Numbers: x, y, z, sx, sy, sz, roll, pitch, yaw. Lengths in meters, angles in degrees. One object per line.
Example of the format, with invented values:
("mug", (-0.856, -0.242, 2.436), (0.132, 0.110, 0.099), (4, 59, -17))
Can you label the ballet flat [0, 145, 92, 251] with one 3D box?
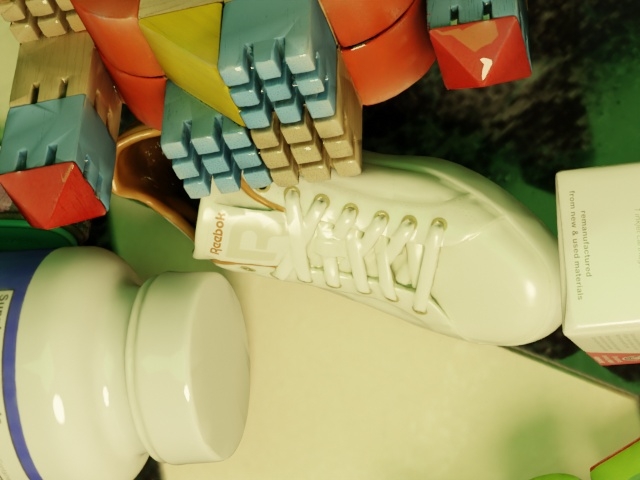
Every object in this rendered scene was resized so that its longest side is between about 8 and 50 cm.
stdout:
("ballet flat", (-0.254, -0.025, 1.082), (0.222, 0.077, 0.079), (-5, 61, 11))

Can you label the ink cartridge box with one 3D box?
("ink cartridge box", (0.244, 0.008, 0.877), (0.218, 0.158, 0.092), (-5, 79, 15))

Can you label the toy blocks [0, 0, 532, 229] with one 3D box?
("toy blocks", (-0.034, -0.142, 0.916), (0.381, 0.190, 0.261), (-9, 52, 13))

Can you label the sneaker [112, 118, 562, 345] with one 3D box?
("sneaker", (0.000, 0.000, 0.957), (0.290, 0.123, 0.106), (23, 123, 25))

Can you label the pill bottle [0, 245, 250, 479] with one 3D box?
("pill bottle", (-0.187, 0.081, 0.995), (0.272, 0.152, 0.152), (-4, 80, 15))

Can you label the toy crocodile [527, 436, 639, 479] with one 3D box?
("toy crocodile", (0.197, 0.145, 0.903), (0.341, 0.105, 0.115), (-28, 116, 10))
